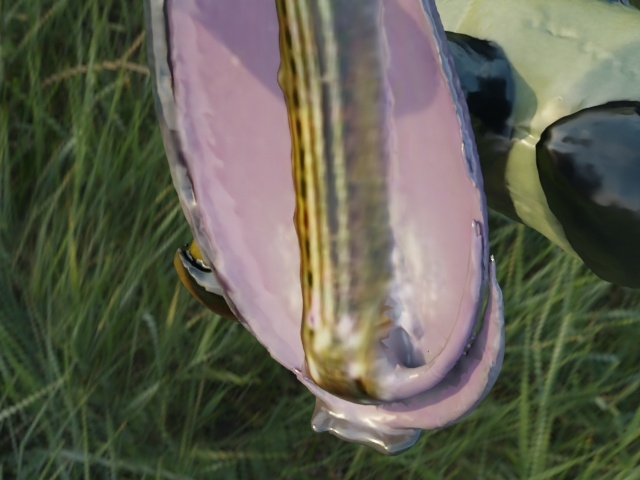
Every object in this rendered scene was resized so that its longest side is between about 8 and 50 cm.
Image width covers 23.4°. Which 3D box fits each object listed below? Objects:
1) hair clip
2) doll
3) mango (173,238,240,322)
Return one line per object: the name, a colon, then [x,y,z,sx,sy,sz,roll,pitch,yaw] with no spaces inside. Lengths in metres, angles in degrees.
hair clip: [-0.011,-0.100,0.478,0.110,0.359,0.095,-6,23,3]
doll: [0.106,-0.066,0.682,0.234,0.135,0.143,34,69,30]
mango: [0.000,0.000,1.588,0.287,0.152,0.201,-9,55,23]
